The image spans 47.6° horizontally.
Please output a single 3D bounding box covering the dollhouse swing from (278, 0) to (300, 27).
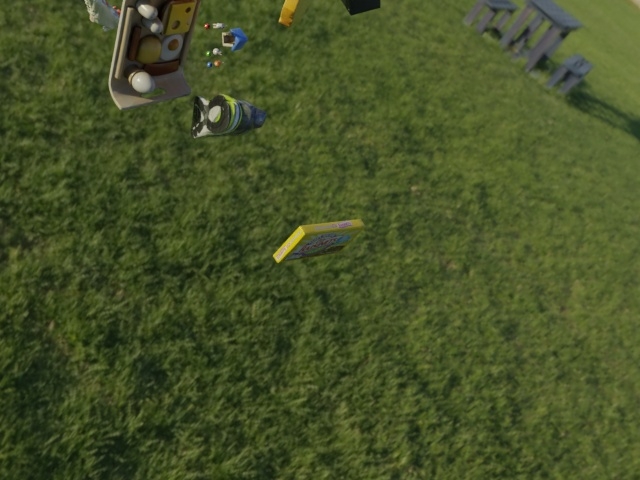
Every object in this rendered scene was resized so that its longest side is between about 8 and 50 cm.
[{"bbox_3d":[-0.082,-0.686,1.563,0.315,0.305,0.347,39,19,-10],"label":"dollhouse swing"}]

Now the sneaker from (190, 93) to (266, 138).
[{"bbox_3d":[-0.236,-0.296,1.790,0.121,0.111,0.300,5,7,-30],"label":"sneaker"}]

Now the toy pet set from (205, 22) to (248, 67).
[{"bbox_3d":[-0.268,-0.563,2.086,0.065,0.122,0.114,14,27,30],"label":"toy pet set"}]

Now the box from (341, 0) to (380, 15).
[{"bbox_3d":[0.093,-0.802,2.042,0.103,0.261,0.184,-15,52,-8],"label":"box"}]

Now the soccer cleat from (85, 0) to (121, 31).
[{"bbox_3d":[-0.617,-0.641,2.003,0.068,0.076,0.196,59,7,22],"label":"soccer cleat"}]

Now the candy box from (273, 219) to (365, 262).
[{"bbox_3d":[0.000,0.000,1.574,0.206,0.105,0.027,-8,57,-49],"label":"candy box"}]

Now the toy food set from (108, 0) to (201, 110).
[{"bbox_3d":[-0.356,-0.451,1.679,0.092,0.306,0.219,45,44,19],"label":"toy food set"}]
